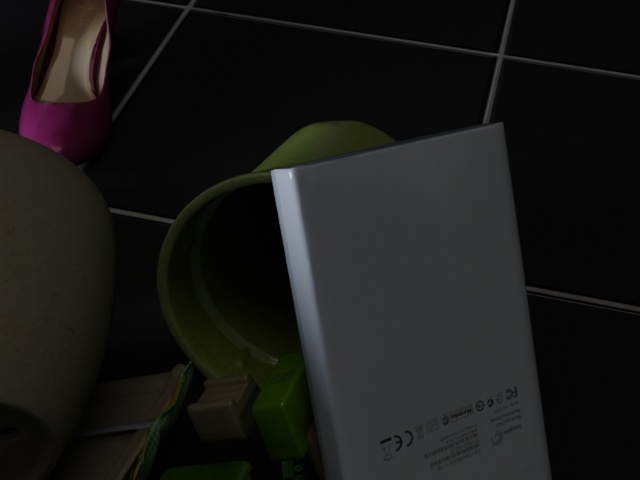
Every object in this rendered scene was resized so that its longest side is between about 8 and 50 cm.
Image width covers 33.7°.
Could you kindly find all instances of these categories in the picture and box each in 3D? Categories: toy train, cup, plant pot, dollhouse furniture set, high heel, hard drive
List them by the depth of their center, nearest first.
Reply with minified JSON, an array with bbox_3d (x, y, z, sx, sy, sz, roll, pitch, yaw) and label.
[{"bbox_3d":[-0.326,0.098,0.924,0.331,0.331,0.237,-11,47,-14],"label":"cup"},{"bbox_3d":[0.090,0.089,0.929,0.233,0.353,0.047,-15,11,-33],"label":"hard drive"},{"bbox_3d":[-0.132,0.230,0.972,0.302,0.151,0.197,-12,28,29],"label":"dollhouse furniture set"},{"bbox_3d":[-0.029,0.210,1.036,0.024,0.017,0.083,-9,42,2],"label":"toy train"},{"bbox_3d":[0.000,0.000,1.115,0.276,0.276,0.254,10,31,9],"label":"plant pot"},{"bbox_3d":[-0.342,-0.256,1.417,0.127,0.181,0.377,-1,42,-4],"label":"high heel"}]
